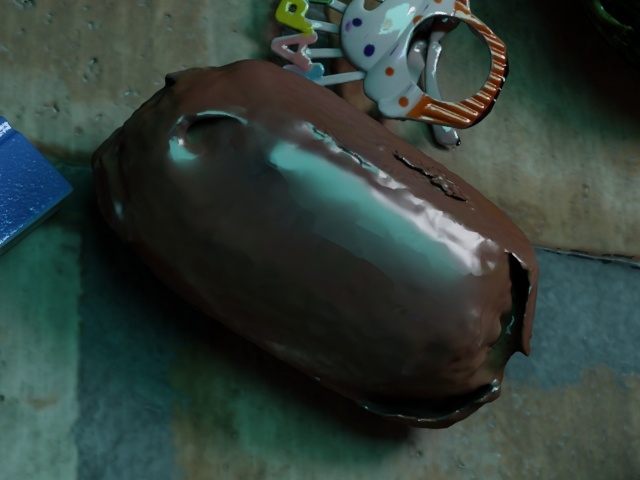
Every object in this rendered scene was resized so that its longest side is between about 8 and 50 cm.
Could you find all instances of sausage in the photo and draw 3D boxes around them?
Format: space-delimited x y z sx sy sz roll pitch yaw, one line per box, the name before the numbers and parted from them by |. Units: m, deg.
sausage | 0.000 0.000 1.124 0.279 0.152 0.152 31 53 -7

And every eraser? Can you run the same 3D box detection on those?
eraser | -0.195 -0.025 1.112 0.063 0.027 0.084 46 52 1

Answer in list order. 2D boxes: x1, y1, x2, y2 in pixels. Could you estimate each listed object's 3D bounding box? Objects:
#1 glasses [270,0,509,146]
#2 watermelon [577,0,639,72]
glasses | 0.063 -0.179 1.302 0.162 0.095 0.255 27 72 -7
watermelon | 0.283 -0.235 1.333 0.269 0.269 0.269 13 58 -21
